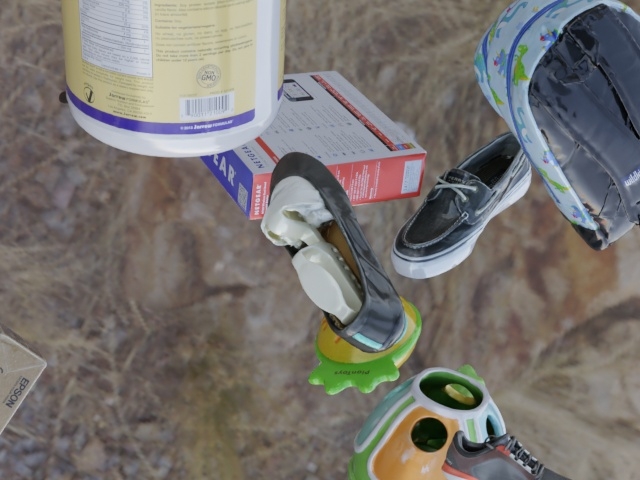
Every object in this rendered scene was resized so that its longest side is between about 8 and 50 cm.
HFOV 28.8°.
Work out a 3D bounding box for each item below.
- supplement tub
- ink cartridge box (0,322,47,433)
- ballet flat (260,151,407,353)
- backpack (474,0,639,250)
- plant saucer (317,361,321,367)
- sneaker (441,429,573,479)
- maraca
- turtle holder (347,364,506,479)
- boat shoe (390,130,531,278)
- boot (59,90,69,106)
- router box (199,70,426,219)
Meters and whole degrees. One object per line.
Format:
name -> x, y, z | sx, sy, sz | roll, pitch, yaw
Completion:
supplement tub -> -0.153, -0.280, 1.302 | 0.241, 0.241, 0.331 | -30, 134, -41
ink cartridge box -> -0.504, 0.241, 1.817 | 0.088, 0.193, 0.235 | 35, 83, -15
ballet flat -> 0.000, 0.000, 1.347 | 0.096, 0.280, 0.095 | 10, 128, -47
backpack -> 0.386, -0.207, 1.811 | 0.290, 0.273, 0.355 | -45, 138, 6
plant saucer -> 0.027, 0.207, 2.098 | 0.083, 0.015, 0.083 | -36, 143, -33
sneaker -> 0.210, 0.246, 1.361 | 0.061, 0.158, 0.065 | -22, 122, -68
maraca -> 0.052, 0.120, 1.454 | 0.186, 0.127, 0.099 | -66, 143, -56
turtle holder -> 0.194, 0.320, 1.930 | 0.320, 0.243, 0.227 | -8, 120, -43
boat shoe -> 0.225, -0.071, 2.035 | 0.335, 0.121, 0.119 | -43, 141, -33
boot -> -0.273, -0.171, 1.598 | 0.087, 0.118, 0.042 | 11, 96, -56
router box -> -0.040, -0.167, 2.033 | 0.301, 0.335, 0.082 | -8, 124, -24
